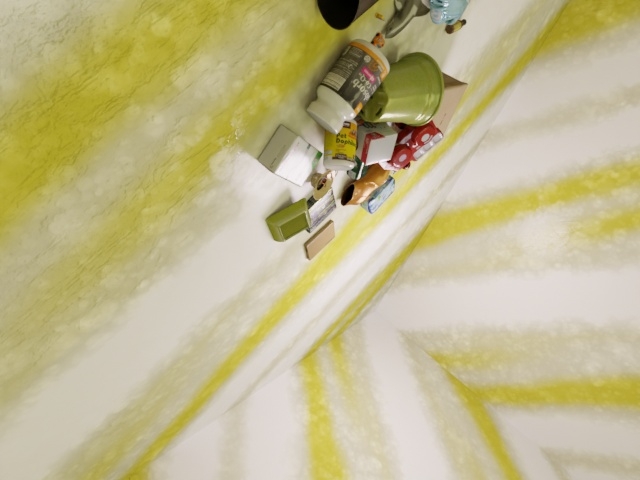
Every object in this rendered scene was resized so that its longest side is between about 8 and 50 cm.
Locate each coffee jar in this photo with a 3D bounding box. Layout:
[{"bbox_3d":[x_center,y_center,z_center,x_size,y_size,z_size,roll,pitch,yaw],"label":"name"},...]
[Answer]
[{"bbox_3d":[0.176,-0.369,1.798,0.096,0.079,0.184,-32,152,-31],"label":"coffee jar"}]

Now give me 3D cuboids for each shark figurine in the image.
[{"bbox_3d":[0.328,-0.829,1.363,0.166,0.116,0.278,-34,153,-37],"label":"shark figurine"}]

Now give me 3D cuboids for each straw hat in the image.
[{"bbox_3d":[-0.005,-0.246,1.670,0.144,0.061,0.144,-45,156,-26],"label":"straw hat"}]

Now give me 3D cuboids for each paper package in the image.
[{"bbox_3d":[0.515,-0.622,1.935,0.310,0.168,0.324,-29,149,-42],"label":"paper package"}]

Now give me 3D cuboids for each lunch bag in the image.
[{"bbox_3d":[0.318,-0.259,2.209,0.219,0.090,0.176,-46,159,-9],"label":"lunch bag"}]

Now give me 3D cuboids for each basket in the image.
[{"bbox_3d":[0.115,-0.720,1.090,0.227,0.154,0.204,-44,158,-26],"label":"basket"}]

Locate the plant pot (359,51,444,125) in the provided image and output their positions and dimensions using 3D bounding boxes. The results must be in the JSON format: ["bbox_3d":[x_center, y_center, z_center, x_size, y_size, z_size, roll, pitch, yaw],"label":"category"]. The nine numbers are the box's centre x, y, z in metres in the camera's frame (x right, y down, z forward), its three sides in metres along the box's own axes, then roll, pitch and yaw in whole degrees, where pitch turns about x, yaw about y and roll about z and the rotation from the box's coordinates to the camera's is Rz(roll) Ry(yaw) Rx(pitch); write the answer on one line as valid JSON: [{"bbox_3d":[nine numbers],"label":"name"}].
[{"bbox_3d":[0.275,-0.556,1.520,0.254,0.276,0.276,-21,144,-31],"label":"plant pot"}]

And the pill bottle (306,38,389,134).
[{"bbox_3d":[0.087,-0.504,1.332,0.278,0.162,0.162,-53,157,4],"label":"pill bottle"}]

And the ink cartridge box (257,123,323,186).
[{"bbox_3d":[-0.101,-0.290,1.397,0.153,0.087,0.208,-54,158,8],"label":"ink cartridge box"}]

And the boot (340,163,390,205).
[{"bbox_3d":[0.223,-0.290,1.970,0.211,0.104,0.295,-17,144,-53],"label":"boot"}]

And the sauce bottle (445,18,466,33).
[{"bbox_3d":[0.602,-0.947,1.771,0.128,0.042,0.042,-35,152,-30],"label":"sauce bottle"}]

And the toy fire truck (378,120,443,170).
[{"bbox_3d":[0.392,-0.421,1.784,0.302,0.169,0.254,-42,145,14],"label":"toy fire truck"}]

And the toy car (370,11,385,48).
[{"bbox_3d":[0.199,-0.713,1.383,0.060,0.041,0.122,-48,157,-8],"label":"toy car"}]

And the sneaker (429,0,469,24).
[{"bbox_3d":[0.464,-0.889,1.491,0.366,0.135,0.150,-17,136,-52],"label":"sneaker"}]

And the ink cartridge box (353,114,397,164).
[{"bbox_3d":[0.199,-0.414,1.618,0.128,0.176,0.127,-18,142,-22],"label":"ink cartridge box"}]

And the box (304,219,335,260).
[{"bbox_3d":[0.000,0.000,2.091,0.201,0.021,0.164,-43,155,-18],"label":"box"}]

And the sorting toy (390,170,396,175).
[{"bbox_3d":[0.432,-0.412,2.286,0.062,0.012,0.083,-32,151,-37],"label":"sorting toy"}]

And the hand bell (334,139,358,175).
[{"bbox_3d":[0.065,-0.328,1.663,0.126,0.126,0.242,-39,167,-26],"label":"hand bell"}]

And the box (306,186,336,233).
[{"bbox_3d":[-0.012,-0.143,1.832,0.190,0.045,0.184,-45,154,-12],"label":"box"}]

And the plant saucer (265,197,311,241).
[{"bbox_3d":[-0.120,-0.071,1.679,0.189,0.045,0.188,-31,153,-10],"label":"plant saucer"}]

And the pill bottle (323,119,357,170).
[{"bbox_3d":[0.073,-0.372,1.470,0.117,0.117,0.214,9,84,-64],"label":"pill bottle"}]
